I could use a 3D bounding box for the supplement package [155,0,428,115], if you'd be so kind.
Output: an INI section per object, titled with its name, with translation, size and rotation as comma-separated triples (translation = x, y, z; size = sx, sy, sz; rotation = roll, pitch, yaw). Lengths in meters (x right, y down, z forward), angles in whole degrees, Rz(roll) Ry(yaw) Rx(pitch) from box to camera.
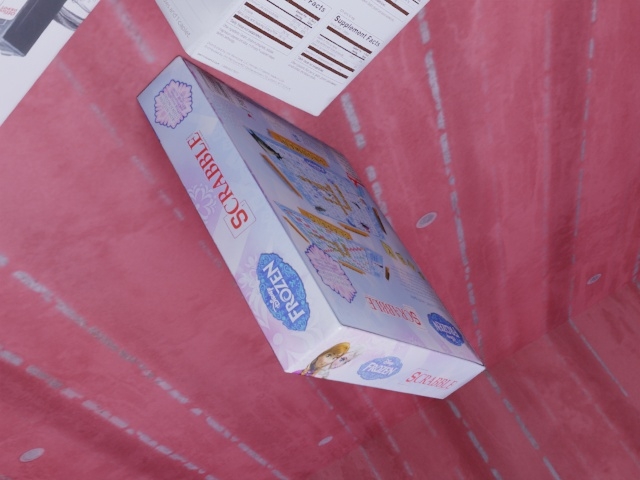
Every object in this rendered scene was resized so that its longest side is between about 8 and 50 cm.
[supplement package]
translation = -0.019, -0.238, 0.630
size = 0.203, 0.194, 0.149
rotation = -44, 150, 20

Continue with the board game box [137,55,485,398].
[board game box]
translation = 0.000, 0.000, 0.899
size = 0.066, 0.318, 0.319
rotation = -41, 150, 16

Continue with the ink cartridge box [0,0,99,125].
[ink cartridge box]
translation = -0.222, -0.216, 0.550
size = 0.273, 0.114, 0.197
rotation = -43, 150, 22
